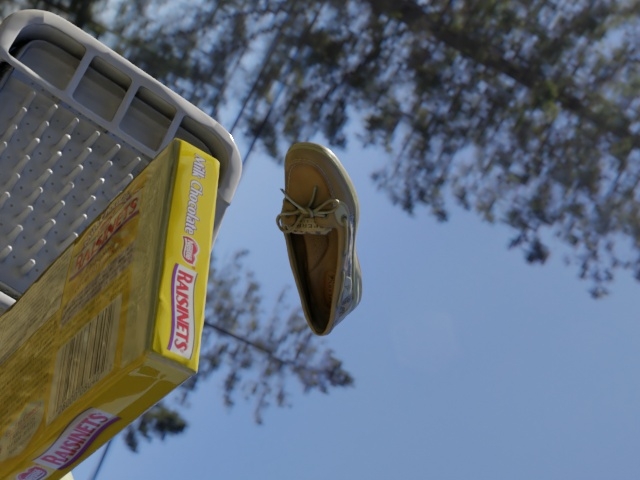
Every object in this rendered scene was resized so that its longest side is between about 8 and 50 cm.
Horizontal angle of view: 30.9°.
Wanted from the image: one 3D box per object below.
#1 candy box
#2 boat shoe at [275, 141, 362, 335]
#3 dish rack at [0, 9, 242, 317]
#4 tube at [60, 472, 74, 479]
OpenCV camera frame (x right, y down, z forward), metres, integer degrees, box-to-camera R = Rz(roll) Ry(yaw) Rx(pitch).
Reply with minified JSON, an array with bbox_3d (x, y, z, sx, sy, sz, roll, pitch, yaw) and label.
[{"bbox_3d":[-0.112,0.054,0.488,0.206,0.027,0.105,-39,-146,38],"label":"candy box"},{"bbox_3d":[0.000,0.000,1.640,0.104,0.285,0.089,0,-150,25],"label":"boat shoe"},{"bbox_3d":[-0.240,-0.041,1.121,0.072,0.285,0.333,-37,-153,43],"label":"dish rack"},{"bbox_3d":[-0.182,0.147,0.688,0.240,0.062,0.070,-127,-135,-55],"label":"tube"}]
